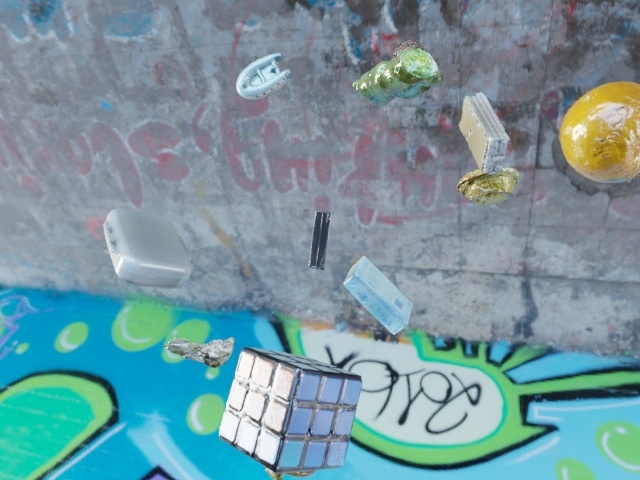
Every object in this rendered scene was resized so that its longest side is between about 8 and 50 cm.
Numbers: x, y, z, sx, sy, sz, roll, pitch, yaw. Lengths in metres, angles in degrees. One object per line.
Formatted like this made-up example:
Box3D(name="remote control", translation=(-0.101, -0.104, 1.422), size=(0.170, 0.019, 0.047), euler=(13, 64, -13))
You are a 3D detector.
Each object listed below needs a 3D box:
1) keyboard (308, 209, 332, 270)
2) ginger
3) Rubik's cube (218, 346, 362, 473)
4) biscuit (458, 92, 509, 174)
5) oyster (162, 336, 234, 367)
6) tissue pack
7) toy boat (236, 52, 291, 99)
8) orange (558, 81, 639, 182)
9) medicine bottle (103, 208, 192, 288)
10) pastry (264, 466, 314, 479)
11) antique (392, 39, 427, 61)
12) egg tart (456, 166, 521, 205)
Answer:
Box3D(name="keyboard", translation=(0.000, 0.000, 1.802), size=(0.067, 0.011, 0.202), euler=(12, 101, 27))
Box3D(name="ginger", translation=(0.174, -0.366, 1.223), size=(0.290, 0.137, 0.089), euler=(2, 97, 62))
Box3D(name="Rubik's cube", translation=(-0.048, 0.282, 0.886), size=(0.163, 0.160, 0.162), euler=(7, 169, 44))
Box3D(name="biscuit", translation=(0.405, -0.270, 1.318), size=(0.062, 0.238, 0.108), euler=(-2, 132, -1))
Box3D(name="oyster", translation=(-0.408, 0.372, 1.762), size=(0.233, 0.107, 0.161), euler=(3, 174, -7))
Box3D(name="tissue pack", translation=(0.210, 0.197, 1.910), size=(0.263, 0.177, 0.089), euler=(43, 115, -3))
Box3D(name="toy boat", translation=(-0.212, -0.591, 1.893), size=(0.208, 0.079, 0.134), euler=(-28, 81, 8))
Box3D(name="orange", translation=(0.635, -0.233, 1.143), size=(0.193, 0.219, 0.219), euler=(29, 148, 47))
Box3D(name="medicine bottle", translation=(-0.613, 0.026, 1.855), size=(0.282, 0.375, 0.123), euler=(10, 115, -36))
Box3D(name="pastry", translation=(-0.080, 0.569, 1.563), size=(0.235, 0.240, 0.132), euler=(11, 122, -45))
Box3D(name="antique", translation=(0.250, -0.507, 1.467), size=(0.104, 0.104, 0.104), euler=(11, 133, 12))
Box3D(name="egg tart", translation=(0.487, -0.151, 1.519), size=(0.191, 0.074, 0.191), euler=(-2, 162, -1))
